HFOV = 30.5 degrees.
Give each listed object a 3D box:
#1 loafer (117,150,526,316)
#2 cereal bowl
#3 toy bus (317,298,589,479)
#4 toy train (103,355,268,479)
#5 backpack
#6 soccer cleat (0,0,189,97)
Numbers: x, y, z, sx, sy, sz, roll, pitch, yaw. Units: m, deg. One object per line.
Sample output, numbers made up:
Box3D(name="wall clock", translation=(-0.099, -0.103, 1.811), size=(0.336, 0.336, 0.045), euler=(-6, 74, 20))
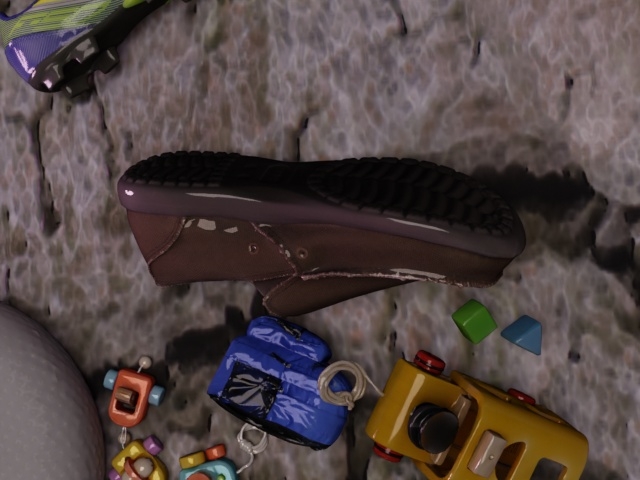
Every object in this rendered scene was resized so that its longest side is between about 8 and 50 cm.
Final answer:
Box3D(name="loafer", translation=(0.000, 0.000, 1.051), size=(0.366, 0.134, 0.130), euler=(7, 115, 18))
Box3D(name="cereal bowl", translation=(-0.372, 0.204, 1.056), size=(0.339, 0.141, 0.339), euler=(0, 81, 3))
Box3D(name="toy bus", translation=(0.128, 0.168, 1.003), size=(0.202, 0.104, 0.191), euler=(-23, 108, -12))
Box3D(name="toy train", translation=(-0.140, 0.188, 1.099), size=(0.166, 0.046, 0.125), euler=(22, 94, 8))
Box3D(name="backpack", translation=(-0.027, 0.129, 1.057), size=(0.120, 0.098, 0.101), euler=(27, 91, 8))
Box3D(name="soccer cleat", translation=(-0.177, -0.254, 1.078), size=(0.289, 0.093, 0.121), euler=(-38, 79, 6))
